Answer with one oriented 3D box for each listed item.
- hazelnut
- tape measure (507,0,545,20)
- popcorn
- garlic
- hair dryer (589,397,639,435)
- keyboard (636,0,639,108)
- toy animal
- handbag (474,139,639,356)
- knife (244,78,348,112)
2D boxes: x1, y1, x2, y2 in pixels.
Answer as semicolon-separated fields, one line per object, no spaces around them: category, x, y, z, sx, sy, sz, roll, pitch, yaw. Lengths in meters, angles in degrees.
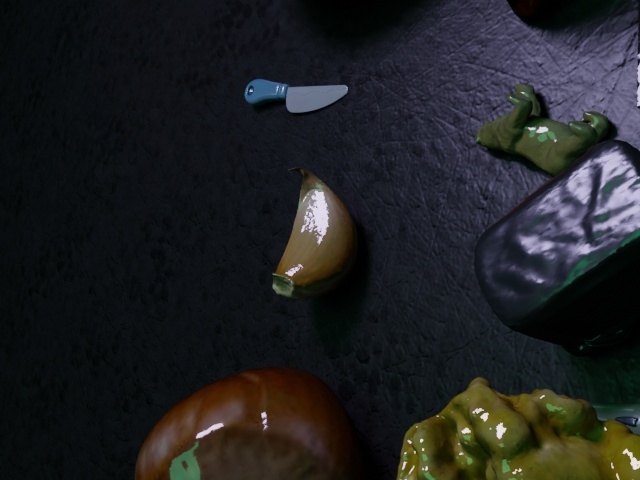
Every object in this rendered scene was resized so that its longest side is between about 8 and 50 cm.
hazelnut;-0.105;0.338;1.280;0.372;0.315;0.372;-33;26;19
tape measure;0.300;-0.449;1.205;0.253;0.260;0.114;-37;50;22
popcorn;0.240;0.296;1.009;0.315;0.297;0.281;15;43;15
garlic;-0.005;0.002;1.430;0.115;0.128;0.207;105;172;-72
hair dryer;0.367;0.162;1.065;0.167;0.067;0.199;-15;55;46
keyboard;0.447;-0.265;1.160;0.074;0.015;0.197;-10;69;45
toy animal;0.293;-0.144;1.222;0.218;0.103;0.101;34;123;40
handbag;0.323;0.013;1.058;0.254;0.181;0.181;-42;48;25
knife;-0.047;-0.259;1.622;0.244;0.032;0.058;13;82;41
